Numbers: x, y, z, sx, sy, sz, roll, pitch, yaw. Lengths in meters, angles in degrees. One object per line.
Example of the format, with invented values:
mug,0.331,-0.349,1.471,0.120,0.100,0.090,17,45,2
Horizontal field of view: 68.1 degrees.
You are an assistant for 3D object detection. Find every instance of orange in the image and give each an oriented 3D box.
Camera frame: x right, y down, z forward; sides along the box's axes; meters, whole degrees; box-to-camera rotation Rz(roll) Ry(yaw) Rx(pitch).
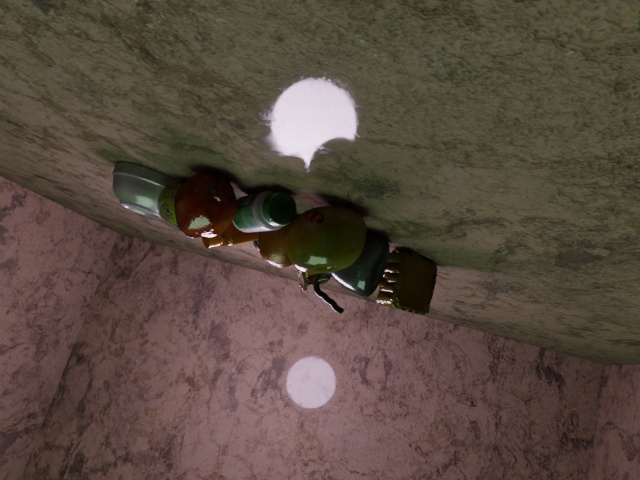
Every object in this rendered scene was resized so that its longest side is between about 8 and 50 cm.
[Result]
orange,-0.143,0.002,1.802,0.206,0.206,0.206,16,168,3

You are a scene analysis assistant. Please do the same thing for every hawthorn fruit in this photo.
hawthorn fruit,-0.364,-0.123,1.545,0.210,0.210,0.262,22,153,-25

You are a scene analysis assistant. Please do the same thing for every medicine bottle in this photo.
medicine bottle,-0.356,-0.040,1.896,0.222,0.112,0.149,-13,-173,-31
medicine bottle,-0.190,-0.096,1.580,0.133,0.133,0.274,24,167,-31

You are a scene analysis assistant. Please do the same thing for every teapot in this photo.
teapot,0.087,0.089,1.765,0.285,0.223,0.305,21,134,19

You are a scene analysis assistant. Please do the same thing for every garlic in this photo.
garlic,-0.041,0.116,2.290,0.191,0.214,0.160,-24,-153,-24

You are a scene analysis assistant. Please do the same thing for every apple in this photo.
apple,0.021,0.000,1.493,0.261,0.194,0.261,-7,166,-2

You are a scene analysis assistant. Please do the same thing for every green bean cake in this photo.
green bean cake,0.335,0.163,1.831,0.229,0.224,0.131,21,168,-36

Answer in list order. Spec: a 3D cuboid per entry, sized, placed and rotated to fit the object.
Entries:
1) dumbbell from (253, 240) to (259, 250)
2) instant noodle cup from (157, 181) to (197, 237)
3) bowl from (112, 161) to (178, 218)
dumbbell,-0.199,-0.010,2.078,0.110,0.110,0.254,26,158,-37
instant noodle cup,-0.492,-0.127,1.750,0.153,0.205,0.205,22,172,27
bowl,-0.674,-0.179,1.842,0.287,0.144,0.287,15,169,3
